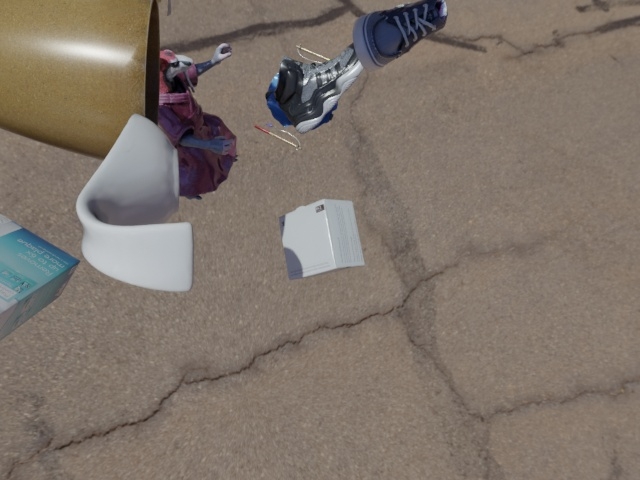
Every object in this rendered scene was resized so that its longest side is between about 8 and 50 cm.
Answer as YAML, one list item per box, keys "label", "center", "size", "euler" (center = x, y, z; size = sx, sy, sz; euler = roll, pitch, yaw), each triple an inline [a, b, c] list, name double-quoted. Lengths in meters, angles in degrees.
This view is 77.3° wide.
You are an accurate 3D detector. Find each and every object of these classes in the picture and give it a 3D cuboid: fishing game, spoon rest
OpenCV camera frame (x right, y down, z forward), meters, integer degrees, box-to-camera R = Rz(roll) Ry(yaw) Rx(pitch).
- label: "fishing game"
  center: [-0.045, -0.367, 1.016]
  size: [0.189, 0.041, 0.263]
  euler: [29, 82, 4]
- label: "spoon rest"
  center: [-0.177, -0.042, 0.386]
  size: [0.084, 0.276, 0.137]
  euler: [-2, 114, -23]

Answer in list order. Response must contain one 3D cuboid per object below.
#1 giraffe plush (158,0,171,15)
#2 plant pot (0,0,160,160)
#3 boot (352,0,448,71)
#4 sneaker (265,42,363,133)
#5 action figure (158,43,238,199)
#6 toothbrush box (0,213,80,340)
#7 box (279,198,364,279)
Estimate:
- label: "giraffe plush"
  center: [-0.483, -0.758, 1.092]
  size: [0.171, 0.210, 0.181]
  euler: [22, 30, -4]
- label: "plant pot"
  center: [-0.356, -0.222, 0.531]
  size: [0.255, 0.237, 0.236]
  euler: [2, 69, -18]
- label: "boot"
  center: [0.110, -0.285, 0.530]
  size: [0.069, 0.086, 0.190]
  euler: [62, 39, -26]
- label: "sneaker"
  center: [-0.007, -0.387, 0.911]
  size: [0.153, 0.101, 0.268]
  euler: [37, 105, -19]
- label: "action figure"
  center: [-0.315, -0.277, 0.893]
  size: [0.276, 0.370, 0.247]
  euler: [-3, 60, 6]
- label: "toothbrush box"
  center: [-0.696, 0.083, 0.819]
  size: [0.217, 0.295, 0.126]
  euler: [35, 107, -10]
- label: "box"
  center: [0.000, 0.000, 1.063]
  size: [0.119, 0.181, 0.181]
  euler: [-1, 78, -46]
